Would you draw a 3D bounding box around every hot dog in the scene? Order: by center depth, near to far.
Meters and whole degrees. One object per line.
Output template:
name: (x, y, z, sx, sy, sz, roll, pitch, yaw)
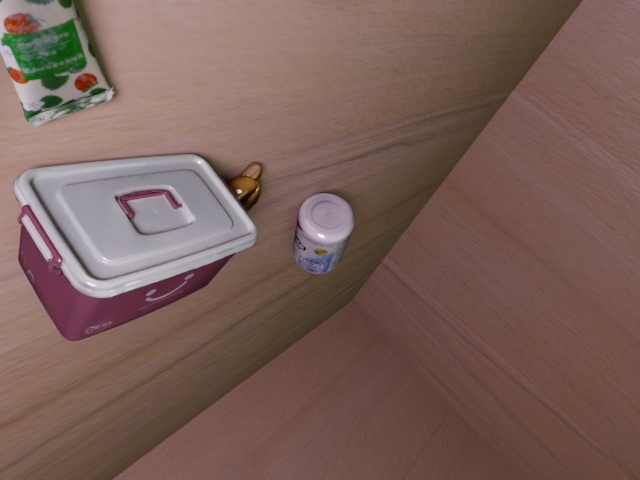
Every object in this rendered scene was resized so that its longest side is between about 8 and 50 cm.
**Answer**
hot dog: (-0.164, -0.090, 0.823, 0.140, 0.060, 0.090, -43, 169, 20)

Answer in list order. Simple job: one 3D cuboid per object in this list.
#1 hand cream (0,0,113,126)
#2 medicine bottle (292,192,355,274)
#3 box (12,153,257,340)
hand cream: (-0.248, -0.206, 0.350, 0.095, 0.059, 0.276, -33, 165, -25)
medicine bottle: (0.000, 0.000, 1.236, 0.157, 0.157, 0.288, -36, 162, -25)
box: (-0.262, 0.002, 0.602, 0.167, 0.193, 0.294, -46, 166, 36)
